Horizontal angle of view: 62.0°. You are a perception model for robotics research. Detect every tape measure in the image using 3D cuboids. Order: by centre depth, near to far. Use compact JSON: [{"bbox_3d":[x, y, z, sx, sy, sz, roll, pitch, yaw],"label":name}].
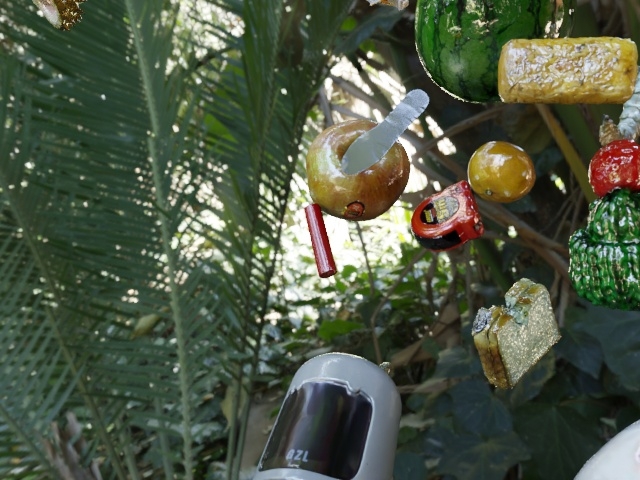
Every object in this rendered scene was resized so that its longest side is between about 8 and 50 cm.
[{"bbox_3d":[0.449,-0.077,1.893,0.260,0.114,0.253,-24,33,20],"label":"tape measure"}]

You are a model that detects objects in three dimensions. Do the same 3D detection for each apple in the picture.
[{"bbox_3d":[0.134,-0.258,2.040,0.400,0.400,0.333,-19,-16,-8],"label":"apple"}]

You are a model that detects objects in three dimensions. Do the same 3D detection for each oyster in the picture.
[{"bbox_3d":[0.414,0.212,1.383,0.083,0.019,0.054,-62,17,-7],"label":"oyster"}]

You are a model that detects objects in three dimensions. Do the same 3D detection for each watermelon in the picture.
[{"bbox_3d":[0.362,-0.464,1.125,0.363,0.363,0.363,-19,4,2],"label":"watermelon"}]

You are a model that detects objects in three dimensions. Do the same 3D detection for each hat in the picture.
[{"bbox_3d":[0.633,-0.037,1.056,0.274,0.332,0.242,-14,9,-28],"label":"hat"}]

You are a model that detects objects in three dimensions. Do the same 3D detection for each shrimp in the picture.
[{"bbox_3d":[0.785,-0.311,1.377,0.287,0.185,0.068,-37,40,-23],"label":"shrimp"}]

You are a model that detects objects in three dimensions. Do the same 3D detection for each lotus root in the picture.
[{"bbox_3d":[0.240,0.478,1.975,0.054,0.049,0.099,-25,-18,22],"label":"lotus root"}]

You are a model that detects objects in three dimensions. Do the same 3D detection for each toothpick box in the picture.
[{"bbox_3d":[0.027,0.337,0.887,0.229,0.229,0.316,-16,30,29],"label":"toothpick box"}]

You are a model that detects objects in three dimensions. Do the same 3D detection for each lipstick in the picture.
[{"bbox_3d":[-0.001,0.000,1.915,0.073,0.280,0.073,-11,-25,-5],"label":"lipstick"}]

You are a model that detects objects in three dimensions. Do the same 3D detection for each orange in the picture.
[{"bbox_3d":[0.421,-0.156,1.250,0.124,0.156,0.156,-49,13,-15],"label":"orange"}]

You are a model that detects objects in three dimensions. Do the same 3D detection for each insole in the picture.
[{"bbox_3d":[0.198,-0.332,1.658,0.348,0.119,0.009,-44,-30,11],"label":"insole"}]

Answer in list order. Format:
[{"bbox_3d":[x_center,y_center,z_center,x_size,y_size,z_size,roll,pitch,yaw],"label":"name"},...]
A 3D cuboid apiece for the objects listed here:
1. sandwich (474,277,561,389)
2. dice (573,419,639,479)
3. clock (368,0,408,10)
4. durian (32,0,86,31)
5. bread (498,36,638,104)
[{"bbox_3d":[0.582,0.272,1.581,0.273,0.249,0.095,-36,30,-22],"label":"sandwich"},{"bbox_3d":[0.643,0.497,0.921,0.304,0.304,0.277,-50,37,13],"label":"dice"},{"bbox_3d":[0.216,-0.989,1.953,0.166,0.309,0.235,-37,-26,-12],"label":"clock"},{"bbox_3d":[-0.458,-0.474,0.893,0.138,0.183,0.250,-54,1,-22],"label":"durian"},{"bbox_3d":[0.406,-0.280,0.885,0.211,0.114,0.083,4,2,19],"label":"bread"}]
